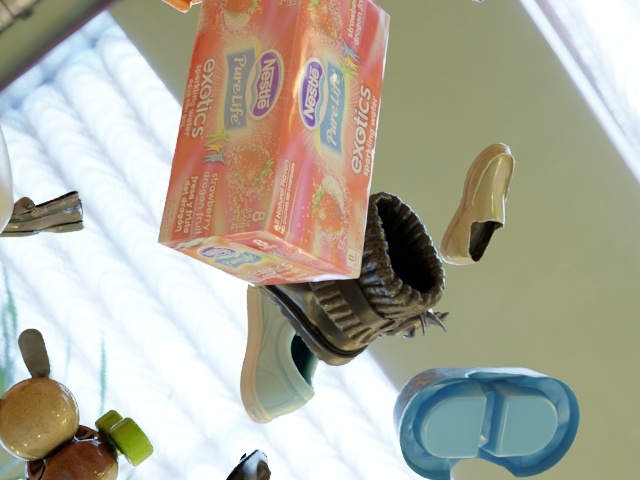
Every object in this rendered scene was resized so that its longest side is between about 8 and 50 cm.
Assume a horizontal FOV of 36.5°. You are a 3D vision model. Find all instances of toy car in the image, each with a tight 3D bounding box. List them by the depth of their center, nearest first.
[{"bbox_3d":[-0.301,0.196,1.042,0.155,0.188,0.149,-37,-168,-22],"label":"toy car"}]

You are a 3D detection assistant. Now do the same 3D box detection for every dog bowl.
[{"bbox_3d":[0.244,0.268,1.464,0.297,0.166,0.074,2,-166,-18],"label":"dog bowl"}]

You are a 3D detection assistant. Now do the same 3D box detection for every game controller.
[{"bbox_3d":[-0.185,0.484,1.574,0.319,0.067,0.166,-61,161,9],"label":"game controller"}]

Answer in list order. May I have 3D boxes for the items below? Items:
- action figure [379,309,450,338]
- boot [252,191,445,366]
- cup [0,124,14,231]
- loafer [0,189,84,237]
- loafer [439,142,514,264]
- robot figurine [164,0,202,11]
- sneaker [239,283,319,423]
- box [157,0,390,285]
[{"bbox_3d":[0.131,0.110,1.834,0.164,0.141,0.275,-14,-170,-28],"label":"action figure"},{"bbox_3d":[0.003,-0.001,1.379,0.131,0.348,0.260,-40,174,-37],"label":"boot"},{"bbox_3d":[-0.650,-0.105,1.623,0.331,0.237,0.331,-13,-131,15],"label":"cup"},{"bbox_3d":[-0.568,-0.054,1.892,0.096,0.084,0.267,8,-172,28],"label":"loafer"},{"bbox_3d":[0.339,-0.066,1.990,0.092,0.101,0.269,31,-77,48],"label":"loafer"},{"bbox_3d":[-0.232,-0.498,1.678,0.158,0.128,0.220,90,5,-56],"label":"robot figurine"},{"bbox_3d":[-0.047,0.161,1.768,0.150,0.135,0.366,-19,-134,22],"label":"sneaker"},{"bbox_3d":[-0.041,-0.119,0.976,0.142,0.154,0.300,-6,-113,37],"label":"box"}]
